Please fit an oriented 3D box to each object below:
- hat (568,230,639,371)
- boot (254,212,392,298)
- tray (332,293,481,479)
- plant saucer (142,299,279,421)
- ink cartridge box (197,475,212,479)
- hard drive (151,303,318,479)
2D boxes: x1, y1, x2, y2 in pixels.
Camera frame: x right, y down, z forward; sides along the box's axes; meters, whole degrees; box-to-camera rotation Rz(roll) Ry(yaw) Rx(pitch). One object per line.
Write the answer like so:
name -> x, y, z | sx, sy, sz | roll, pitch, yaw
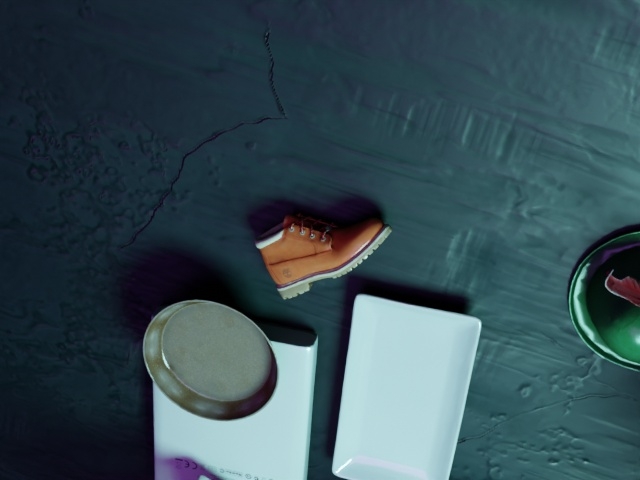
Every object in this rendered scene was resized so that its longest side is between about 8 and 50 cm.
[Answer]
hat -> 0.326, 0.099, 0.895 | 0.208, 0.183, 0.173 | 28, 120, 0
boot -> 0.000, 0.000, 1.008 | 0.158, 0.059, 0.084 | -25, 102, 25
tray -> 0.098, 0.186, 1.087 | 0.145, 0.030, 0.270 | 11, 118, 9
plant saucer -> -0.126, 0.137, 1.076 | 0.168, 0.029, 0.168 | 6, 117, 11
ink cartridge box -> -0.071, 0.522, 1.109 | 0.385, 0.308, 0.091 | 39, 132, -14
hard drive -> -0.114, 0.237, 1.162 | 0.203, 0.040, 0.307 | 10, 117, 10
